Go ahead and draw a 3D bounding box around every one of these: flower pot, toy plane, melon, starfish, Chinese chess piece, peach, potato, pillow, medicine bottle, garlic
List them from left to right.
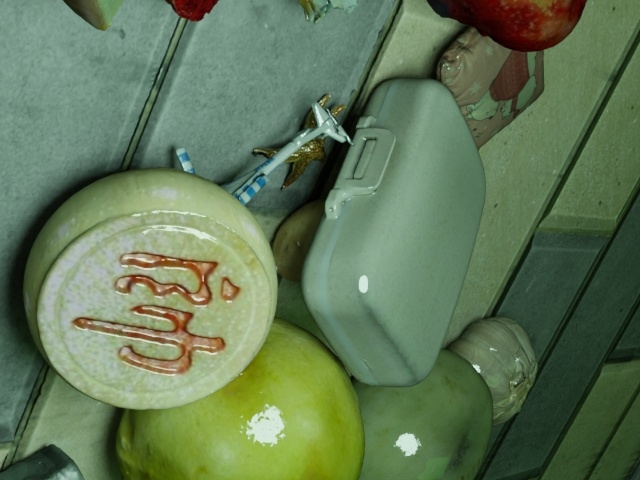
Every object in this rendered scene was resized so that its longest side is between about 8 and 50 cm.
[{"bbox_3d":[-0.343,0.360,1.396,0.108,0.103,0.229,-29,138,-33],"label":"flower pot"},{"bbox_3d":[-0.180,0.053,1.216,0.270,0.112,0.270,-7,120,-12],"label":"Chinese chess piece"},{"bbox_3d":[-0.103,-0.064,1.335,0.182,0.107,0.273,35,77,-22],"label":"toy plane"},{"bbox_3d":[-0.090,0.250,1.450,0.314,0.281,0.315,-20,126,-33],"label":"peach"},{"bbox_3d":[-0.026,-0.111,1.416,0.130,0.041,0.133,-17,132,-40],"label":"starfish"},{"bbox_3d":[0.001,-0.001,1.494,0.147,0.112,0.112,-32,142,-43],"label":"potato"},{"bbox_3d":[0.105,-0.014,1.453,0.282,0.123,0.375,57,45,-43],"label":"medicine bottle"},{"bbox_3d":[0.141,0.309,1.811,0.308,0.272,0.272,-66,151,-20],"label":"melon"},{"bbox_3d":[0.302,0.243,2.040,0.228,0.152,0.228,-35,148,-26],"label":"garlic"},{"bbox_3d":[0.240,-0.232,1.593,0.223,0.084,0.236,-40,148,-22],"label":"pillow"}]

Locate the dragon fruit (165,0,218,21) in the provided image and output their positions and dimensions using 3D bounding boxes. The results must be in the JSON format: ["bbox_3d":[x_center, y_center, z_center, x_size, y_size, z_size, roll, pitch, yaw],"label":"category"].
[{"bbox_3d":[-0.126,-0.282,1.114,0.162,0.083,0.106,-59,170,-25],"label":"dragon fruit"}]

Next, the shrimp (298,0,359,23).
[{"bbox_3d":[0.077,-0.373,1.220,0.287,0.068,0.185,-29,116,-4],"label":"shrimp"}]

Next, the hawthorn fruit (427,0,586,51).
[{"bbox_3d":[0.232,-0.371,1.368,0.230,0.210,0.266,18,90,-41],"label":"hawthorn fruit"}]

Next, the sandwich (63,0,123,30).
[{"bbox_3d":[-0.188,-0.254,0.925,0.108,0.220,0.186,-52,146,-5],"label":"sandwich"}]
